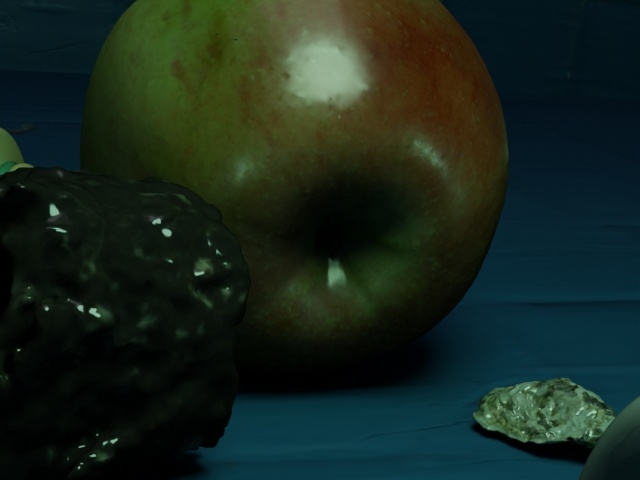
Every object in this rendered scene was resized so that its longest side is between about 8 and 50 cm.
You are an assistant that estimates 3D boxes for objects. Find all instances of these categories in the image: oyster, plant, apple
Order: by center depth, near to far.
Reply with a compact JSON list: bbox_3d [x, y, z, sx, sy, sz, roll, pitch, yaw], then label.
[{"bbox_3d":[-0.164,0.044,0.754,0.233,0.178,0.204,4,12,-31],"label":"plant"},{"bbox_3d":[0.150,0.112,0.884,0.100,0.037,0.098,7,12,10],"label":"oyster"},{"bbox_3d":[-0.017,-0.051,0.969,0.319,0.319,0.277,3,39,-8],"label":"apple"}]

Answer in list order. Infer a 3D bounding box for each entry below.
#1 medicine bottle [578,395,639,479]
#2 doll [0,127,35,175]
[{"bbox_3d":[0.253,0.146,0.383,0.339,0.208,0.208,3,13,-9],"label":"medicine bottle"},{"bbox_3d":[-0.359,-0.011,1.075,0.271,0.144,0.208,-2,-4,-36],"label":"doll"}]
